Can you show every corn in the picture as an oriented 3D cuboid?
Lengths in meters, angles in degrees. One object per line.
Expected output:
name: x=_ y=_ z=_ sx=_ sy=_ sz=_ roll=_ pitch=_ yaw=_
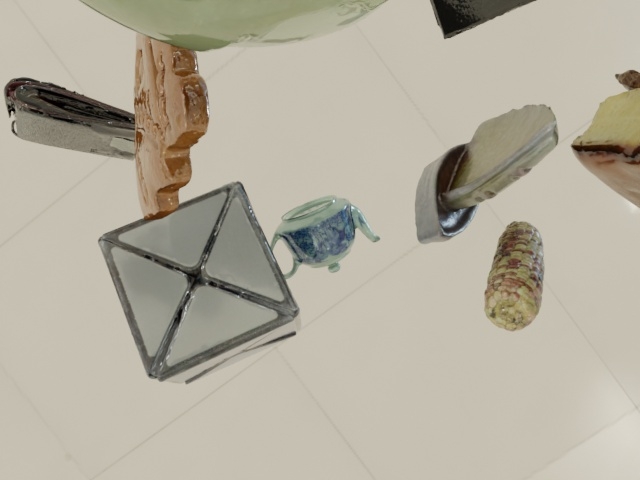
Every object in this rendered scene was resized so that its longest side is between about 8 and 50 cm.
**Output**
corn: x=0.315 y=0.045 z=1.044 sx=0.086 sy=0.253 sz=0.086 roll=10 pitch=123 yaw=16

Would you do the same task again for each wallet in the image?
wallet: x=-0.496 y=-0.230 z=1.332 sx=0.262 sy=0.221 sz=0.071 roll=12 pitch=74 yaw=-19

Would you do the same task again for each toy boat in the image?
toy boat: x=0.285 y=-0.130 z=1.126 sx=0.111 sy=0.276 sz=0.293 roll=43 pitch=120 yaw=-14

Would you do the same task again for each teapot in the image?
teapot: x=0.000 y=0.000 z=1.304 sx=0.232 sy=0.159 sz=0.159 roll=-24 pitch=94 yaw=-7

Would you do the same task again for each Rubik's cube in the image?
Rubik's cube: x=-0.190 y=0.084 z=1.126 sx=0.255 sy=0.259 sz=0.260 roll=-22 pitch=80 yaw=-5

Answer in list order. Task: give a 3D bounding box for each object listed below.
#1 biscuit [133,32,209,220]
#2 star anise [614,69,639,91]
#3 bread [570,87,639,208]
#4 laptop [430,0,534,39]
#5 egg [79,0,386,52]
biscuit: x=-0.203 y=-0.147 z=0.818 sx=0.043 sy=0.284 sz=0.306 roll=-3 pitch=129 yaw=-27
star anise: x=0.590 y=-0.235 z=1.106 sx=0.212 sy=0.111 sz=0.196 roll=-44 pitch=46 yaw=39
bread: x=0.571 y=-0.088 z=0.908 sx=0.333 sy=0.323 sz=0.143 roll=32 pitch=90 yaw=-8
laptop: x=0.154 y=-0.298 z=0.623 sx=0.135 sy=0.016 sz=0.197 roll=-19 pitch=73 yaw=19
egg: x=-0.079 y=-0.275 z=0.463 sx=0.336 sy=0.278 sz=0.278 roll=33 pitch=99 yaw=-18
